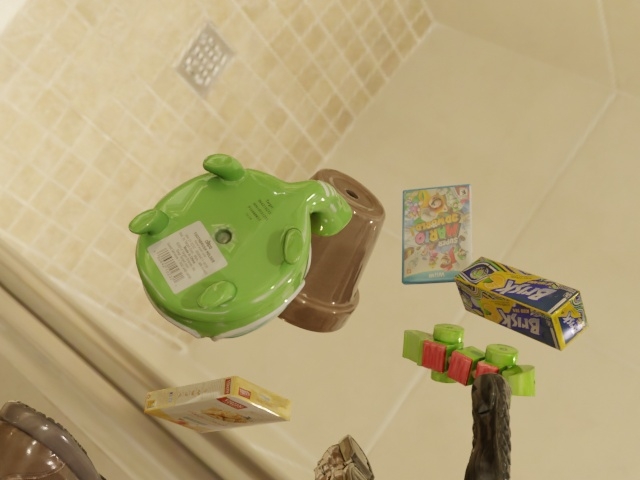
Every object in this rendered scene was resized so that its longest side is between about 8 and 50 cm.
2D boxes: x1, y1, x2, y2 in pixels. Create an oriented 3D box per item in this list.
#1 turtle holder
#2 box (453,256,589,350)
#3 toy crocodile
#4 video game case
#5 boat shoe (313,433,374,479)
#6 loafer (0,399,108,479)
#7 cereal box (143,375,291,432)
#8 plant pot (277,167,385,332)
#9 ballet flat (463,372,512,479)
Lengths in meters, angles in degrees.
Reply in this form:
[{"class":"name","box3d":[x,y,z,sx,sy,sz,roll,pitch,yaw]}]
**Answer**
[{"class":"turtle holder","box3d":[-0.123,0.007,1.337,0.320,0.243,0.227,-59,165,-25]},{"class":"box","box3d":[0.247,0.075,1.100,0.054,0.169,0.059,-36,120,-22]},{"class":"toy crocodile","box3d":[0.291,0.249,1.781,0.105,0.340,0.115,-3,105,-43]},{"class":"video game case","box3d":[0.195,-0.010,1.486,0.015,0.119,0.166,38,51,-63]},{"class":"boat shoe","box3d":[0.044,0.465,1.626,0.104,0.111,0.307,-36,-176,3]},{"class":"loafer","box3d":[-0.344,0.356,1.166,0.130,0.133,0.366,-52,137,-29]},{"class":"cereal box","box3d":[-0.200,0.324,1.727,0.173,0.240,0.047,33,52,-43]},{"class":"plant pot","box3d":[0.000,0.000,1.615,0.263,0.263,0.229,2,130,-54]},{"class":"ballet flat","box3d":[0.183,0.223,0.923,0.049,0.057,0.173,23,63,-34]}]
